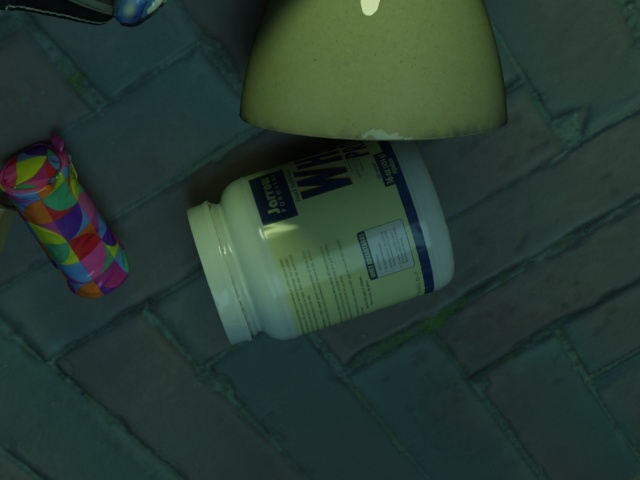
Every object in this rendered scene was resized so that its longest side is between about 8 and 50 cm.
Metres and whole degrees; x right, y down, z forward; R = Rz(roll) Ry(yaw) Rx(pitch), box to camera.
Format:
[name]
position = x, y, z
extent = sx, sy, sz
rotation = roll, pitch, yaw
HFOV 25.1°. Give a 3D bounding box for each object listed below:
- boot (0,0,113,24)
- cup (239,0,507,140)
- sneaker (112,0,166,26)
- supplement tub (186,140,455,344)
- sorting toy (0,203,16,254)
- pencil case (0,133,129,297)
[boot]
position = -0.439, -0.270, 1.645
extent = 0.377, 0.138, 0.284
rotation = 15, 132, -32
[cup]
position = 0.068, -0.265, 1.751
extent = 0.331, 0.331, 0.237
rotation = -3, 105, -17
[sneaker]
position = -0.230, -0.399, 1.573
extent = 0.147, 0.130, 0.330
rotation = -6, 102, -16
[supplement tub]
position = 0.000, 0.000, 1.980
extent = 0.324, 0.235, 0.235
rotation = -18, 133, -3
[sorting toy]
position = -0.496, -0.006, 1.936
extent = 0.132, 0.046, 0.274
rotation = 10, 126, -26
[pencil case]
position = -0.339, -0.027, 1.937
extent = 0.104, 0.104, 0.236
rotation = -22, 134, 1
